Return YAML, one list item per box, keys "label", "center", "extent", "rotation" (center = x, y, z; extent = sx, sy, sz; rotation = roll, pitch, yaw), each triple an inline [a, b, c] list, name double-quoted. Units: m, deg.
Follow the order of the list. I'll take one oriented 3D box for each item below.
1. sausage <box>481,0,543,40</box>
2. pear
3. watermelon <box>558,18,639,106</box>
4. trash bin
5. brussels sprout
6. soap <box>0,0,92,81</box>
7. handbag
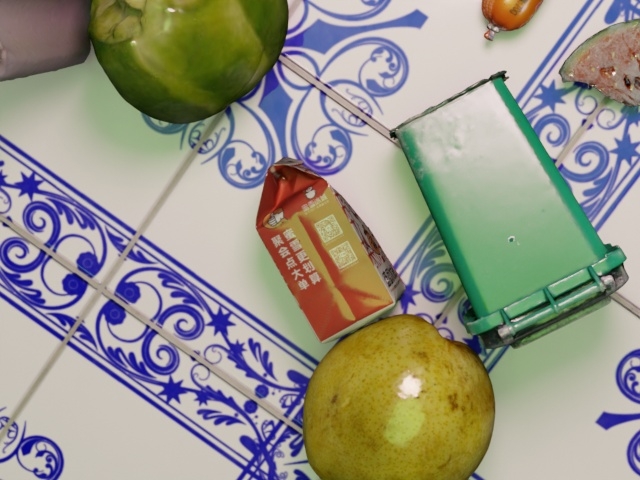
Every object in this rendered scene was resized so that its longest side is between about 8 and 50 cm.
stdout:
- label: "sausage"
  center: [0.339, -0.449, 1.632]
  extent: [0.093, 0.093, 0.312]
  rotation: [29, 99, 1]
- label: "pear"
  center: [0.126, 0.262, 1.643]
  extent: [0.304, 0.304, 0.303]
  rotation: [1, 97, 5]
- label: "watermelon"
  center: [0.463, -0.270, 1.659]
  extent: [0.187, 0.071, 0.139]
  rotation: [-25, 101, 0]
- label: "trash bin"
  center: [0.273, -0.042, 1.601]
  extent: [0.259, 0.295, 0.381]
  rotation: [-29, 88, 8]
- label: "brussels sprout"
  center: [-0.204, -0.361, 1.597]
  extent: [0.276, 0.315, 0.371]
  rotation: [-9, 70, 30]
- label: "soap"
  center: [-0.527, -0.381, 1.551]
  extent: [0.350, 0.435, 0.212]
  rotation: [18, 104, -1]
- label: "handbag"
  center: [0.000, 0.000, 1.688]
  extent: [0.151, 0.171, 0.298]
  rotation: [-31, 90, 12]
